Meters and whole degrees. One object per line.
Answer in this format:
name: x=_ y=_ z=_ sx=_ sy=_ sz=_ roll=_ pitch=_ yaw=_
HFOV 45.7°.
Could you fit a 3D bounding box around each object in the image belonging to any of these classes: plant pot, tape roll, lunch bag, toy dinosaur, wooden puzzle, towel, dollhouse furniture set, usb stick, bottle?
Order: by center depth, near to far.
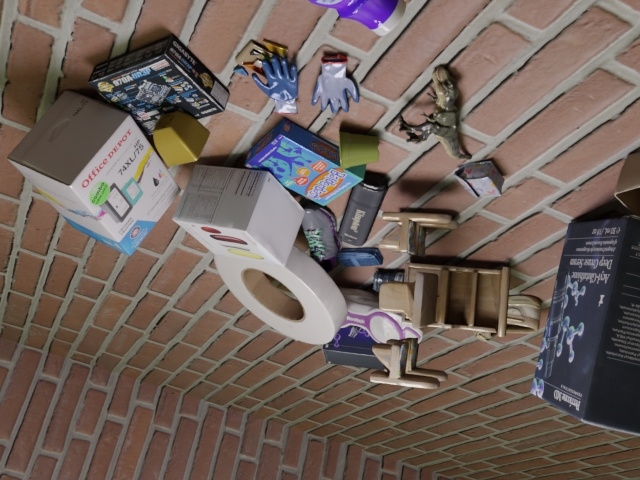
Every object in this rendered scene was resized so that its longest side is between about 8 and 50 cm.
bottle: x=0.007 y=-0.411 z=1.128 sx=0.283 sy=0.092 sz=0.118 roll=31 pitch=145 yaw=-31
wooden puzzle: x=-0.113 y=-0.330 z=1.397 sx=0.078 sy=0.014 sz=0.116 roll=22 pitch=150 yaw=-18
plant pot: x=0.624 y=-0.114 z=1.418 sx=0.109 sy=0.096 sz=0.109 roll=33 pitch=146 yaw=-33
toy dinosaur: x=0.214 y=-0.215 z=1.436 sx=0.118 sy=0.064 sz=0.268 roll=-5 pitch=151 yaw=15
plant pot: x=-0.284 y=-0.209 z=1.508 sx=0.081 sy=0.081 sz=0.083 roll=-7 pitch=137 yaw=31
plant pot: x=0.078 y=-0.183 z=1.532 sx=0.079 sy=0.083 sz=0.083 roll=-2 pitch=150 yaw=0
lunch bag: x=0.325 y=-0.122 z=1.563 sx=0.083 sy=0.053 sz=0.071 roll=-1 pitch=148 yaw=39
dollhouse furniture set: x=0.290 y=0.135 z=1.741 sx=0.256 sy=0.362 sz=0.394 roll=4 pitch=178 yaw=17
usb stick: x=0.094 y=-0.067 z=1.752 sx=0.077 sy=0.045 sz=0.278 roll=12 pitch=151 yaw=-2
towel: x=0.099 y=0.046 z=1.966 sx=0.119 sy=0.029 sz=0.067 roll=-3 pitch=149 yaw=24
tape roll: x=-0.106 y=0.123 z=1.991 sx=0.392 sy=0.072 sz=0.392 roll=28 pitch=151 yaw=17

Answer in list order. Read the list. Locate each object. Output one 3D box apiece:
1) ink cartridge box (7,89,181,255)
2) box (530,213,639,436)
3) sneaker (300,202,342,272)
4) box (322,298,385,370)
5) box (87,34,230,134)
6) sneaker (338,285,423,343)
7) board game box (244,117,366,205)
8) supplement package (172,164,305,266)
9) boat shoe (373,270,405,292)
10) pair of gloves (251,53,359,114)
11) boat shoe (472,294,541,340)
ink cartridge box: x=-0.473 y=-0.142 z=1.621 sx=0.197 sy=0.198 sz=0.270 roll=23 pitch=158 yaw=27
box: x=0.607 y=0.166 z=1.527 sx=0.212 sy=0.395 sz=0.293 roll=13 pitch=178 yaw=-3
sneaker: x=0.000 y=0.000 z=1.849 sx=0.083 sy=0.098 sz=0.223 roll=-1 pitch=149 yaw=21
box: x=0.152 y=0.267 z=2.176 sx=0.261 sy=0.184 sz=0.103 roll=5 pitch=151 yaw=11
box: x=-0.316 y=-0.298 z=1.490 sx=0.220 sy=0.051 sz=0.175 roll=-10 pitch=145 yaw=34
sneaker: x=0.146 y=0.192 z=2.073 sx=0.305 sy=0.152 sz=0.114 roll=19 pitch=121 yaw=20
board game box: x=-0.033 y=-0.162 z=1.627 sx=0.210 sy=0.047 sz=0.160 roll=25 pitch=149 yaw=-23
supplement package: x=-0.181 y=-0.055 z=1.717 sx=0.203 sy=0.149 sz=0.194 roll=8 pitch=159 yaw=30
boat shoe: x=0.194 y=0.136 z=2.065 sx=0.083 sy=0.065 sz=0.183 roll=11 pitch=150 yaw=20
pair of gloves: x=-0.027 y=-0.289 z=1.417 sx=0.198 sy=0.023 sz=0.159 roll=2 pitch=150 yaw=6
boat shoe: x=0.448 y=0.218 z=2.067 sx=0.302 sy=0.098 sz=0.109 roll=-8 pitch=145 yaw=32
